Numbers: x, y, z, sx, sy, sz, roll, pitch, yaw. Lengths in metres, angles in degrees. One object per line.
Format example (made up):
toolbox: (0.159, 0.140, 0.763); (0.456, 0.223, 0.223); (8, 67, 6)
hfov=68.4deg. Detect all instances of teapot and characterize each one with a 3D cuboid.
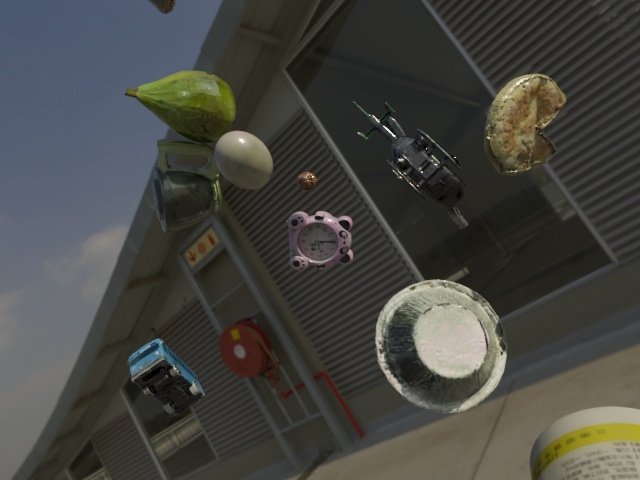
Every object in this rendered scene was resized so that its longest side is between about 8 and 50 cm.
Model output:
teapot: (-0.484, -0.201, 1.710); (0.240, 0.321, 0.240); (-11, 9, -24)

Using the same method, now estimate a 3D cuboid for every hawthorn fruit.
hawthorn fruit: (-0.059, -0.211, 1.701); (0.067, 0.066, 0.103); (-27, 11, -28)

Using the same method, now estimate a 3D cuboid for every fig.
fig: (-0.422, -0.457, 1.512); (0.233, 0.314, 0.232); (-35, 34, 29)

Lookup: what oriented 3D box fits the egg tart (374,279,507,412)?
egg tart: (0.210, 0.177, 0.810); (0.234, 0.234, 0.094); (-30, -14, -12)

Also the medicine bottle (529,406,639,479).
medicine bottle: (0.341, 0.359, 0.475); (0.208, 0.208, 0.339); (-37, 8, 27)

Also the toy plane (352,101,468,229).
toy plane: (0.194, -0.185, 1.031); (0.106, 0.381, 0.155); (-47, -17, 11)

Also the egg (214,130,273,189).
egg: (-0.152, -0.159, 0.945); (0.103, 0.103, 0.135); (-34, -47, 12)

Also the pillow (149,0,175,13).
pillow: (-0.409, -0.592, 1.026); (0.135, 0.211, 0.034); (-40, 24, 59)

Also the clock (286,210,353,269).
clock: (0.000, 0.000, 1.810); (0.248, 0.227, 0.090); (0, 14, 7)

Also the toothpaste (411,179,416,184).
toothpaste: (0.353, -0.308, 1.855); (0.047, 0.196, 0.040); (-17, -30, -7)

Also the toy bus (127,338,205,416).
toy bus: (-0.455, 0.400, 1.387); (0.116, 0.133, 0.233); (-33, -48, -9)

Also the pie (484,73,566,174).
pie: (0.649, -0.368, 1.512); (0.338, 0.337, 0.075); (-30, 25, -11)

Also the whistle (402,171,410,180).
whistle: (0.296, -0.221, 1.617); (0.035, 0.035, 0.100); (-31, -8, -2)
